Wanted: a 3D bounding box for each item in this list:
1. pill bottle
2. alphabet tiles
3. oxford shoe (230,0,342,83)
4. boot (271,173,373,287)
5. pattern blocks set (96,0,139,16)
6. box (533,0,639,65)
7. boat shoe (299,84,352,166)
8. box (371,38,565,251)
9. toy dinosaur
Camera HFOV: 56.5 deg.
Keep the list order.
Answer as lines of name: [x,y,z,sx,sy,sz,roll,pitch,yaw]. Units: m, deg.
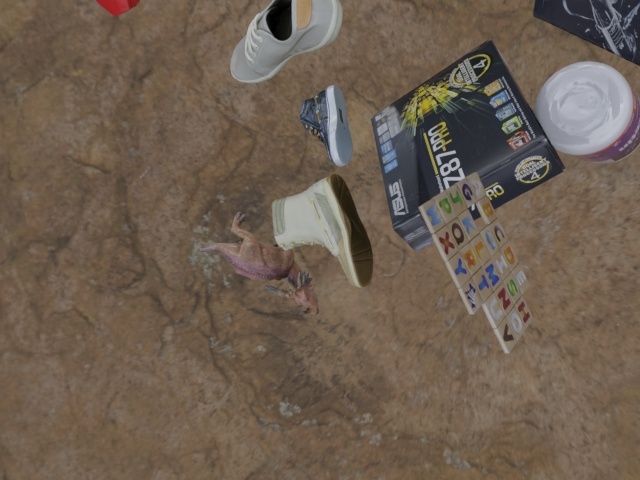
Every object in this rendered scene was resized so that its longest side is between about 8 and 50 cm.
pill bottle: [0.587,-0.260,1.270,0.181,0.323,0.182,1,92,36]
alphabet tiles: [0.235,0.031,0.851,0.009,0.198,0.237,-24,93,40]
oxford shoe: [-0.124,-0.502,1.461,0.449,0.130,0.169,-1,88,55]
boot: [0.000,0.000,1.125,0.165,0.077,0.213,-19,89,33]
pattern blocks set: [-0.219,-0.347,0.404,0.285,0.325,0.026,34,54,1]
box: [0.420,-0.400,0.675,0.178,0.312,0.343,-9,124,-9]
boat shoe: [0.009,-0.212,1.163,0.083,0.065,0.183,-20,58,28]
box: [0.275,-0.205,1.221,0.318,0.097,0.395,-32,38,25]
toy dinosaur: [-0.129,0.054,1.356,0.295,0.127,0.200,11,47,-11]
